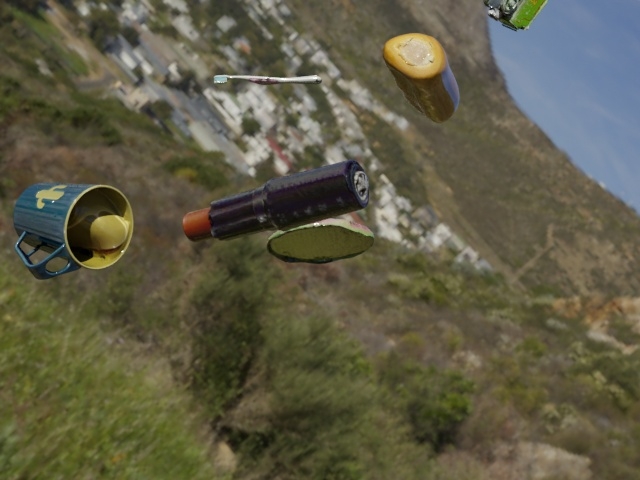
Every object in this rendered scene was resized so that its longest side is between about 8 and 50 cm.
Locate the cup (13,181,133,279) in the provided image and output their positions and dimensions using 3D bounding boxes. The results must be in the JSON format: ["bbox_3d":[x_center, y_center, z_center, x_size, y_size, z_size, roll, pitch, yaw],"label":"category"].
[{"bbox_3d":[-0.405,-0.016,1.470,0.155,0.176,0.131,12,-39,39],"label":"cup"}]

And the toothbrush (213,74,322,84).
[{"bbox_3d":[-0.099,-0.303,1.765,0.017,0.204,0.022,89,2,-50],"label":"toothbrush"}]

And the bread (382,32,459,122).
[{"bbox_3d":[0.153,-0.237,1.361,0.092,0.074,0.239,43,4,14],"label":"bread"}]

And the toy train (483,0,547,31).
[{"bbox_3d":[0.331,-0.416,1.438,0.081,0.202,0.060,29,10,-39],"label":"toy train"}]

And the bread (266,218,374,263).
[{"bbox_3d":[0.000,0.000,1.955,0.228,0.229,0.033,36,46,-58],"label":"bread"}]

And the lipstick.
[{"bbox_3d":[-0.070,-0.050,1.380,0.081,0.300,0.081,36,47,-52],"label":"lipstick"}]
